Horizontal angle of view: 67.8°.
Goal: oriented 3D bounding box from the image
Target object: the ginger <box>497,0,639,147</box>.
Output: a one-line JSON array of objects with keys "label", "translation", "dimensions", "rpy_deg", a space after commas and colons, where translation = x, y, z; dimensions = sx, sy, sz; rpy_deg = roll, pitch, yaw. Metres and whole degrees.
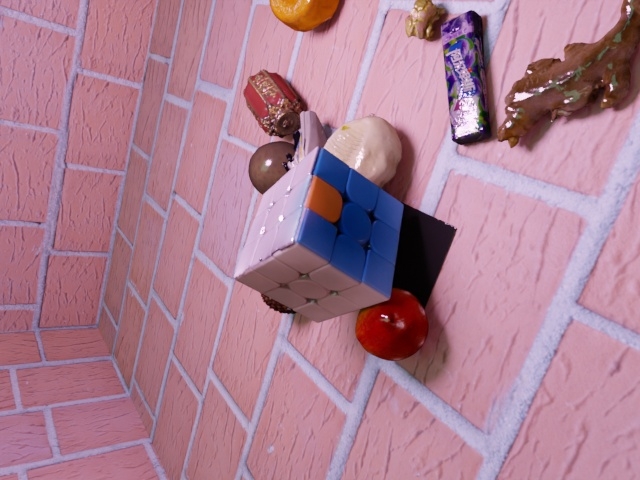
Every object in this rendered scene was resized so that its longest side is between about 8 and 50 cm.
[{"label": "ginger", "translation": [0.497, -0.312, 0.955], "dimensions": [0.333, 0.080, 0.166], "rpy_deg": [-29, 80, 38]}]

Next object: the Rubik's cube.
[{"label": "Rubik's cube", "translation": [0.000, 0.000, 1.208], "dimensions": [0.291, 0.291, 0.291], "rpy_deg": [-29, 38, 48]}]

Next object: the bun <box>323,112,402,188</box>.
[{"label": "bun", "translation": [0.119, -0.217, 1.331], "dimensions": [0.259, 0.159, 0.259], "rpy_deg": [-33, 44, 39]}]

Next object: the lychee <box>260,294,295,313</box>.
[{"label": "lychee", "translation": [-0.112, 0.149, 1.562], "dimensions": [0.188, 0.188, 0.188], "rpy_deg": [-6, 83, 50]}]

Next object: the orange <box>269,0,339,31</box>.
[{"label": "orange", "translation": [-0.041, -0.814, 1.555], "dimensions": [0.248, 0.183, 0.249], "rpy_deg": [11, 108, 36]}]

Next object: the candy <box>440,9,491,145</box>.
[{"label": "candy", "translation": [0.349, -0.387, 1.143], "dimensions": [0.088, 0.061, 0.313], "rpy_deg": [-11, 79, 46]}]

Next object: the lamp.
[{"label": "lamp", "translation": [-0.167, -0.487, 1.691], "dimensions": [0.177, 0.177, 0.274], "rpy_deg": [-57, 46, 30]}]

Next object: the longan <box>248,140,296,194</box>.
[{"label": "longan", "translation": [-0.143, -0.241, 1.618], "dimensions": [0.220, 0.196, 0.197], "rpy_deg": [-29, 65, 42]}]

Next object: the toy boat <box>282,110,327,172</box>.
[{"label": "toy boat", "translation": [-0.044, -0.277, 1.478], "dimensions": [0.140, 0.140, 0.270], "rpy_deg": [-30, 37, 45]}]

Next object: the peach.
[{"label": "peach", "translation": [0.180, 0.208, 1.186], "dimensions": [0.197, 0.197, 0.198], "rpy_deg": [-6, 83, 50]}]

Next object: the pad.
[{"label": "pad", "translation": [0.236, 0.068, 1.283], "dimensions": [0.202, 0.005, 0.300], "rpy_deg": [33, 112, 46]}]

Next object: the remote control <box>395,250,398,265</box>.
[{"label": "remote control", "translation": [0.182, -0.002, 1.313], "dimensions": [0.072, 0.042, 0.222], "rpy_deg": [4, 90, 52]}]

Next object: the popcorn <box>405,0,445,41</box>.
[{"label": "popcorn", "translation": [0.266, -0.574, 1.236], "dimensions": [0.089, 0.109, 0.097], "rpy_deg": [35, 156, 13]}]
